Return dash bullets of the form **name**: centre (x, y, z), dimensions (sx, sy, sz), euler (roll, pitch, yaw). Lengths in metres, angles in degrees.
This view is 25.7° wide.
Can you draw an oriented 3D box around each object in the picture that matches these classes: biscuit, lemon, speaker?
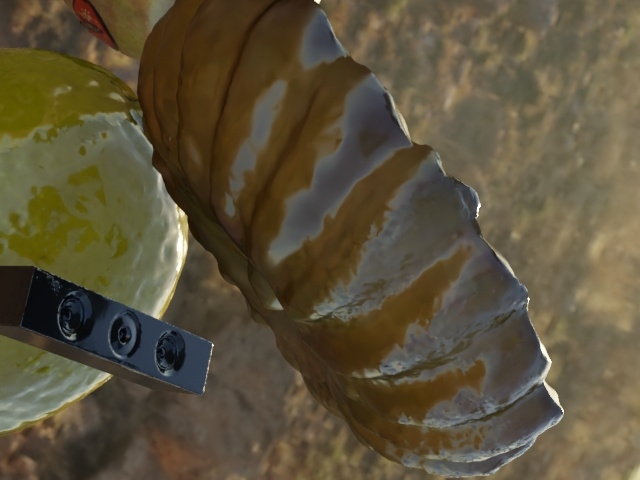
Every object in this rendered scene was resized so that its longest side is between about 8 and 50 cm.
- **biscuit**: centre (0.000, 0.000, 0.794), dimensions (0.107, 0.326, 0.326), euler (-33, 152, -11)
- **lemon**: centre (-0.276, -0.016, 1.275), dimensions (0.364, 0.364, 0.364), euler (-52, 157, -33)
- **speaker**: centre (-0.146, 0.062, 0.928), dimensions (0.191, 0.046, 0.040), euler (30, 65, -54)

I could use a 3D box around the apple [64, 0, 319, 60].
- **apple**: centre (-0.178, -0.423, 1.991), dimensions (0.391, 0.391, 0.346), euler (-67, 164, 5)
